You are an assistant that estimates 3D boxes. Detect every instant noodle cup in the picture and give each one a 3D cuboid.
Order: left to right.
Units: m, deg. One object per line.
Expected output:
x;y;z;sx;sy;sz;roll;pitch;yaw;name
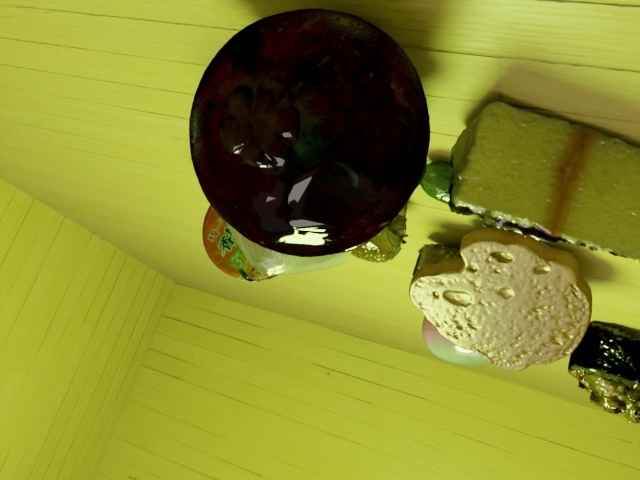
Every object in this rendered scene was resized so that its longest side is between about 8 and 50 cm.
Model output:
-0.142;-0.010;1.463;0.230;0.230;0.182;18;173;7;instant noodle cup

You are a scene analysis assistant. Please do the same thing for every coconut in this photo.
-0.039;-0.055;1.038;0.237;0.265;0.237;24;154;12;coconut

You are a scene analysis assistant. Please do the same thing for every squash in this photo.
0.271;-0.068;0.993;0.239;0.069;0.069;19;165;6;squash

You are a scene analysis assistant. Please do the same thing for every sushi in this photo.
0.733;0.331;1.565;0.213;0.204;0.200;17;170;30;sushi

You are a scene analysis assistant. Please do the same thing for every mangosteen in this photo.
-0.004;-0.123;0.752;0.311;0.311;0.311;18;165;5;mangosteen

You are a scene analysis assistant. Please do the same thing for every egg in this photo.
0.408;0.246;1.701;0.271;0.196;0.196;2;158;29;egg

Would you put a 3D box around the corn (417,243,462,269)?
0.375;0.103;1.351;0.347;0.130;0.130;22;165;0;corn

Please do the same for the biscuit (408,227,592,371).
0.365;0.116;1.251;0.351;0.057;0.312;26;127;-1;biscuit

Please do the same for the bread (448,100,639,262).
0.306;-0.084;0.808;0.266;0.141;0.178;19;-154;-2;bread

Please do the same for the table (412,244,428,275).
0.263;0.067;1.454;0.083;0.082;0.070;21;165;-1;table

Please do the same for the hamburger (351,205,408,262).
0.065;-0.041;1.249;0.215;0.122;0.189;29;163;-24;hamburger
